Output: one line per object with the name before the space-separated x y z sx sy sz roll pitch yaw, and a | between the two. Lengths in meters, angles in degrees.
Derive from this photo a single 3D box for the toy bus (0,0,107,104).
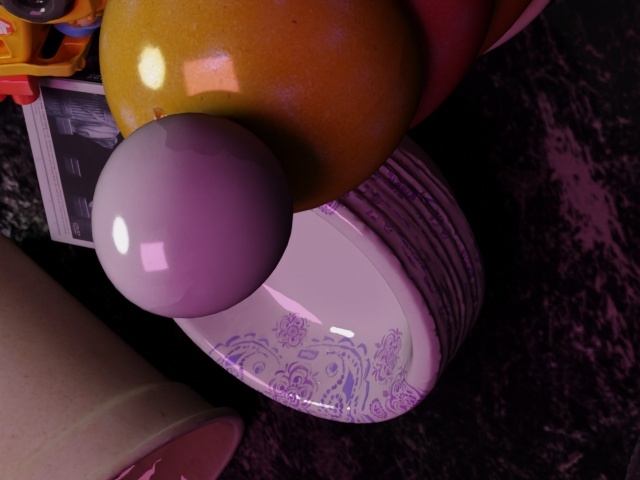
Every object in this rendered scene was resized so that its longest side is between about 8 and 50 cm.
toy bus | -0.257 -0.204 1.531 0.220 0.149 0.211 1 139 13

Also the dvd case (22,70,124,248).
dvd case | -0.161 -0.064 1.626 0.238 0.029 0.179 10 123 30

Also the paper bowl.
paper bowl | 0.000 0.000 1.450 0.284 0.148 0.284 24 143 19

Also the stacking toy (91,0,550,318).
stacking toy | -0.038 -0.137 1.161 0.350 0.480 0.351 12 135 12

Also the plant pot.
plant pot | -0.295 0.167 1.692 0.305 0.334 0.334 47 134 15

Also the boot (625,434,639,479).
boot | 0.376 0.127 1.324 0.222 0.118 0.338 30 135 9
